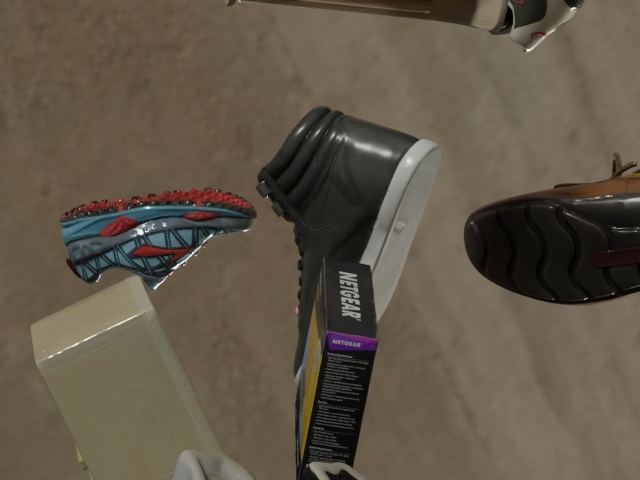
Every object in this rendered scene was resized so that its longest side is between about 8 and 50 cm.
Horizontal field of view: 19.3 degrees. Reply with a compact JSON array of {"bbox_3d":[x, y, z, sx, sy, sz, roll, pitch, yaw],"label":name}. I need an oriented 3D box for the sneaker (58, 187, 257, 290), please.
[{"bbox_3d":[-0.211,0.000,2.516,0.104,0.262,0.125,-82,165,-75],"label":"sneaker"}]

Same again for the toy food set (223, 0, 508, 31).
[{"bbox_3d":[0.060,-0.313,1.748,0.092,0.306,0.220,30,-66,57],"label":"toy food set"}]

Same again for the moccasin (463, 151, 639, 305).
[{"bbox_3d":[0.338,-0.019,2.035,0.380,0.147,0.139,-12,-78,28],"label":"moccasin"}]

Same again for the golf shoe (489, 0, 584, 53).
[{"bbox_3d":[0.190,-0.297,2.069,0.105,0.120,0.273,36,3,-34],"label":"golf shoe"}]

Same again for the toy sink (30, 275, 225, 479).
[{"bbox_3d":[-0.178,0.176,1.815,0.234,0.131,0.153,65,-5,-16],"label":"toy sink"}]

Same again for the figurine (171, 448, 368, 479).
[{"bbox_3d":[-0.073,0.253,1.299,0.215,0.209,0.092,13,29,-49],"label":"figurine"}]

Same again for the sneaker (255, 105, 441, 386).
[{"bbox_3d":[0.000,0.000,1.797,0.147,0.104,0.296,32,-59,17],"label":"sneaker"}]

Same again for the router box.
[{"bbox_3d":[0.012,0.105,1.522,0.046,0.133,0.179,10,17,-4],"label":"router box"}]
